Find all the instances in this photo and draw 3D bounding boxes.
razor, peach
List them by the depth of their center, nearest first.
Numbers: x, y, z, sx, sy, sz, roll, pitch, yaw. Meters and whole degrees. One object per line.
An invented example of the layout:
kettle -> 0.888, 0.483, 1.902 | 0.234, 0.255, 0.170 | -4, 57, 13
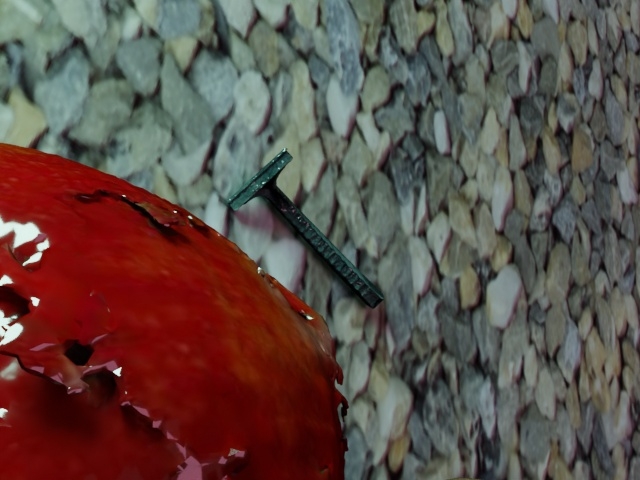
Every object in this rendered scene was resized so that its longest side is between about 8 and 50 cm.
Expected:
peach -> -0.164, 0.110, 0.540 | 0.370, 0.370, 0.370 | 20, 64, -46
razor -> -0.002, -0.003, 1.037 | 0.066, 0.033, 0.190 | -43, 126, 1

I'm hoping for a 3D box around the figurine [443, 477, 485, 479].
figurine -> 0.087, 0.393, 0.867 | 0.276, 0.248, 0.388 | 41, 42, -5
